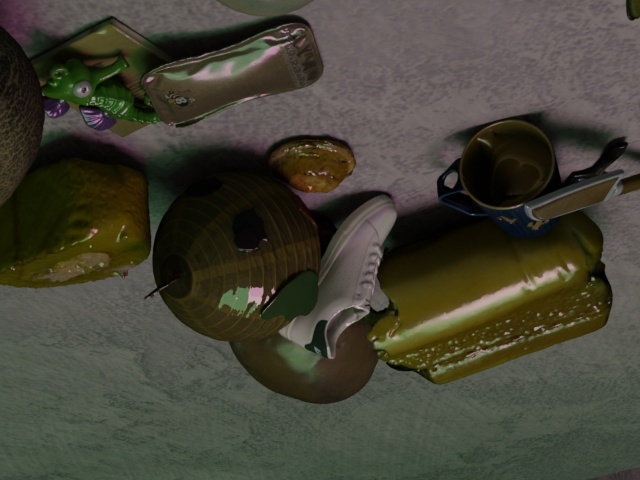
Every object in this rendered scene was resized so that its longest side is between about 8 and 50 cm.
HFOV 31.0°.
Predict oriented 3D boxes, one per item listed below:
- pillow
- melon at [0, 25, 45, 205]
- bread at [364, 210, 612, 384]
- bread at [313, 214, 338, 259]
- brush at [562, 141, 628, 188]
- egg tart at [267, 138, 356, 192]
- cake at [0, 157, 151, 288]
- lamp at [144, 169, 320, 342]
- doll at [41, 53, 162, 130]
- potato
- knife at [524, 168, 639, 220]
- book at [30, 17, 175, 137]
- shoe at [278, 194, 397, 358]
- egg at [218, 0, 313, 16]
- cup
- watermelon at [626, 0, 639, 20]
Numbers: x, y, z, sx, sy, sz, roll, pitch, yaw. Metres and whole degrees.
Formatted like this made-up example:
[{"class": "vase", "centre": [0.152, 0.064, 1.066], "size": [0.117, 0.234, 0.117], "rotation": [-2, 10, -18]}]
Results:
[{"class": "pillow", "centre": [-0.106, -0.202, 1.405], "size": [0.217, 0.033, 0.130], "rotation": [-16, 150, 3]}, {"class": "melon", "centre": [-0.449, -0.126, 1.298], "size": [0.248, 0.249, 0.329], "rotation": [16, 146, -33]}, {"class": "bread", "centre": [0.265, 0.071, 1.801], "size": [0.376, 0.208, 0.251], "rotation": [-19, 145, 15]}, {"class": "bread", "centre": [0.000, 0.000, 1.782], "size": [0.053, 0.085, 0.085], "rotation": [-20, 149, 33]}, {"class": "brush", "centre": [0.406, -0.097, 1.712], "size": [0.062, 0.016, 0.193], "rotation": [2, 153, -13]}, {"class": "egg tart", "centre": [-0.012, -0.097, 1.628], "size": [0.128, 0.049, 0.129], "rotation": [-1, 154, -1]}, {"class": "cake", "centre": [-0.349, -0.022, 1.623], "size": [0.260, 0.156, 0.179], "rotation": [-15, 167, 32]}, {"class": "lamp", "centre": [-0.138, 0.028, 1.619], "size": [0.284, 0.250, 0.250], "rotation": [-20, 171, -45]}, {"class": "doll", "centre": [-0.258, -0.178, 1.410], "size": [0.115, 0.050, 0.190], "rotation": [-30, 152, 28]}, {"class": "potato", "centre": [-0.025, 0.153, 1.918], "size": [0.243, 0.221, 0.326], "rotation": [23, 162, 27]}, {"class": "knife", "centre": [0.397, -0.078, 1.607], "size": [0.343, 0.027, 0.061], "rotation": [-17, 148, -35]}, {"class": "book", "centre": [-0.254, -0.197, 1.439], "size": [0.168, 0.013, 0.192], "rotation": [-20, 149, 30]}, {"class": "shoe", "centre": [0.051, 0.060, 1.729], "size": [0.265, 0.110, 0.095], "rotation": [-51, 150, -2]}, {"class": "egg", "centre": [-0.064, -0.287, 1.174], "size": [0.152, 0.114, 0.114], "rotation": [18, 146, -30]}, {"class": "cup", "centre": [0.258, -0.075, 1.625], "size": [0.176, 0.131, 0.155], "rotation": [-10, 157, 21]}, {"class": "watermelon", "centre": [0.414, -0.289, 1.263], "size": [0.181, 0.092, 0.075], "rotation": [-16, 165, 6]}]
